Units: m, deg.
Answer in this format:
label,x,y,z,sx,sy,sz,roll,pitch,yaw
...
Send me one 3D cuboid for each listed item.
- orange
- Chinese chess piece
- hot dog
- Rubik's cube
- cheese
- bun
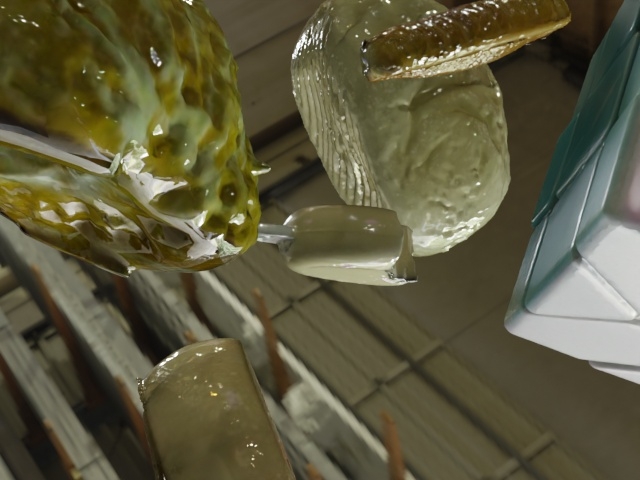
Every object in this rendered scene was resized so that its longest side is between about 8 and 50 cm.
label,x,y,z,sx,sy,sz,roll,pitch,yaw
orange,-0.178,-0.109,0.741,0.271,0.210,0.368,15,-14,34
Chinese chess piece,-0.103,0.284,1.322,0.338,0.140,0.338,159,-90,-87
hot dog,0.163,-0.231,1.226,0.083,0.289,0.068,-35,-104,57
Rubik's cube,0.368,-0.047,0.897,0.318,0.316,0.322,20,-18,3
cheese,-0.009,0.003,1.217,0.163,0.248,0.071,112,-18,-79
bun,0.119,-0.163,1.437,0.352,0.227,0.349,57,-13,31
